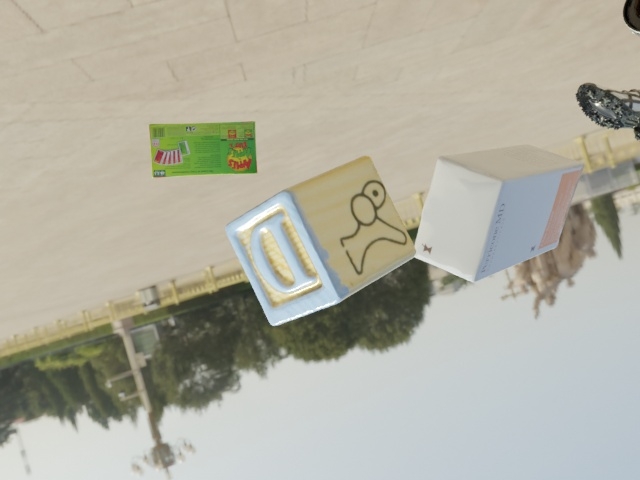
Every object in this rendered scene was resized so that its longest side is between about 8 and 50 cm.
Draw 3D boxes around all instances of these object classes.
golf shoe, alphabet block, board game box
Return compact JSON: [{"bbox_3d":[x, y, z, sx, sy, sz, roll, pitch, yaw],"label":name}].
[{"bbox_3d":[0.581,-0.253,1.394,0.094,0.198,0.077,-56,172,-30],"label":"golf shoe"},{"bbox_3d":[0.000,0.000,1.194,0.197,0.192,0.193,-26,-178,-42],"label":"alphabet block"},{"bbox_3d":[-0.204,-0.160,1.292,0.181,0.092,0.043,-3,-171,-8],"label":"board game box"}]

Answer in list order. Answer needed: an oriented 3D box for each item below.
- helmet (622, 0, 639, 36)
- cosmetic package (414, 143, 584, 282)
[{"bbox_3d":[0.617,-0.428,1.280,0.170,0.169,0.161,-17,137,3],"label":"helmet"},{"bbox_3d":[0.412,-0.077,1.660,0.162,0.230,0.453,26,-155,33],"label":"cosmetic package"}]
